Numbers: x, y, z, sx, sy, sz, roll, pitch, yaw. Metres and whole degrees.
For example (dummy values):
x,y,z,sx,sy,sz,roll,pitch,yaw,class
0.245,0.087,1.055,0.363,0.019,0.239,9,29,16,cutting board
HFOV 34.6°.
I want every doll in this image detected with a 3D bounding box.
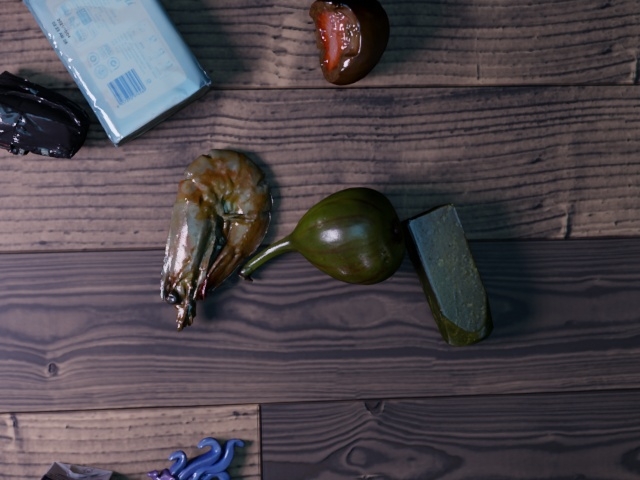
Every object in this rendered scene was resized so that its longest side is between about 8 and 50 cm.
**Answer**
x,y,z,sx,sy,sz,roll,pitch,yaw,class
-0.202,0.371,1.583,0.206,0.067,0.110,-41,102,-14,doll

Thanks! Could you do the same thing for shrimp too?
x,y,z,sx,sy,sz,roll,pitch,yaw,class
-0.168,0.002,1.588,0.154,0.062,0.294,20,87,-10,shrimp

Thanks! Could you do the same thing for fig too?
x,y,z,sx,sy,sz,roll,pitch,yaw,class
0.000,0.000,1.591,0.259,0.151,0.151,-8,91,22,fig

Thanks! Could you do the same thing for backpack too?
x,y,z,sx,sy,sz,roll,pitch,yaw,class
-0.434,-0.176,1.540,0.165,0.120,0.106,24,109,-5,backpack

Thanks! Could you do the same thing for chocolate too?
x,y,z,sx,sy,sz,roll,pitch,yaw,class
0.039,-0.307,1.579,0.127,0.124,0.133,11,120,-7,chocolate

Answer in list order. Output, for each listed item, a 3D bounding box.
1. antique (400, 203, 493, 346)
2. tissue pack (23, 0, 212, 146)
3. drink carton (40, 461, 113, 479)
x,y,z,sx,sy,sz,roll,pitch,yaw,class
0.202,0.058,1.608,0.081,0.080,0.221,-22,91,-6,antique
-0.306,-0.298,1.562,0.177,0.089,0.263,-33,90,-5,tissue pack
-0.367,0.412,1.486,0.102,0.222,0.134,10,89,-5,drink carton
